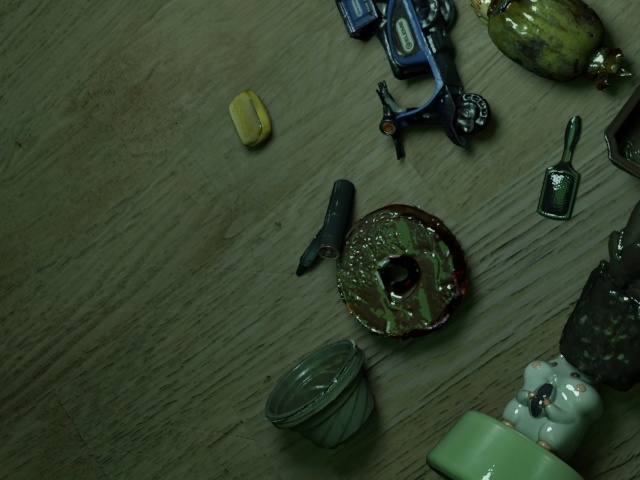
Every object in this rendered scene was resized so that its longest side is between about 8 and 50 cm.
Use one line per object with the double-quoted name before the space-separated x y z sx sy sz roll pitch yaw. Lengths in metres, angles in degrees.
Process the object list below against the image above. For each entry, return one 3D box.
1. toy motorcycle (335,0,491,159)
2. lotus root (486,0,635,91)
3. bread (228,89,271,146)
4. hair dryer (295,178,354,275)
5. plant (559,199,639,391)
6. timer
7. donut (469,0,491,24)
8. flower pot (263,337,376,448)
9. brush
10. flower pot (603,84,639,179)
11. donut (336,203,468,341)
"toy motorcycle" 0.176 -0.324 1.731 0.212 0.125 0.359 -24 83 29
"lotus root" 0.421 -0.356 1.618 0.278 0.154 0.154 29 104 0
"bread" -0.138 -0.250 1.882 0.082 0.056 0.115 -40 67 37
"hair dryer" 0.001 -0.009 1.843 0.050 0.173 0.195 26 144 -13
"plant" 0.553 0.091 1.592 0.181 0.194 0.321 30 108 3
"timer" 0.388 0.348 1.646 0.290 0.291 0.315 32 81 16
"donut" 0.325 -0.486 1.685 0.108 0.065 0.166 40 106 14
"flower pot" 0.016 0.313 1.801 0.235 0.235 0.141 -35 105 19
"brush" 0.447 -0.134 1.691 0.062 0.016 0.194 13 99 18
"flower pot" 0.617 -0.146 1.574 0.250 0.084 0.179 36 84 16
"donut" 0.158 0.060 1.770 0.269 0.103 0.270 3 97 21
